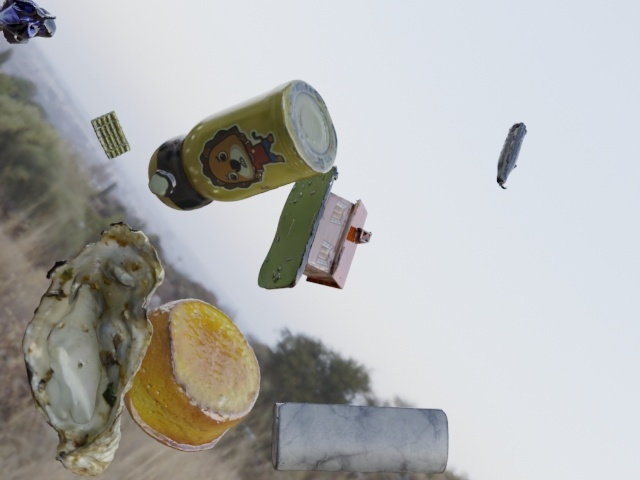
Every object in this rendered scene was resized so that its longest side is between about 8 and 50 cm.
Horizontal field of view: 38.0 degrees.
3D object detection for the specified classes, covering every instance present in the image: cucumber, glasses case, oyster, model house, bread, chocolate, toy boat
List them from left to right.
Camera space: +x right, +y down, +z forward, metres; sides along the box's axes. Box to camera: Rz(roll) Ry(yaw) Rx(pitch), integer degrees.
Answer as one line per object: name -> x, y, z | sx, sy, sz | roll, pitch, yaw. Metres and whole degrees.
chocolate -> -0.651, -0.457, 1.923 | 0.343, 0.126, 0.148 | 4, -26, 36
oyster -> -0.247, 0.117, 1.065 | 0.166, 0.294, 0.094 | 38, 18, 19
toy boat -> -0.493, -0.248, 2.186 | 0.016, 0.063, 0.115 | 52, -16, 47
bread -> -0.257, 0.266, 1.855 | 0.312, 0.172, 0.312 | 34, 39, -33
model house -> 0.001, -0.001, 2.068 | 0.154, 0.293, 0.207 | 26, -17, -23
glasses case -> 0.068, 0.338, 1.582 | 0.060, 0.299, 0.114 | 133, -41, -71
cucumber -> 0.355, -0.153, 1.741 | 0.039, 0.163, 0.043 | 34, -31, -19

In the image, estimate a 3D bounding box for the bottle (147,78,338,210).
bottle -> -0.156, -0.151, 1.669 | 0.171, 0.351, 0.171 | 37, 44, -46
